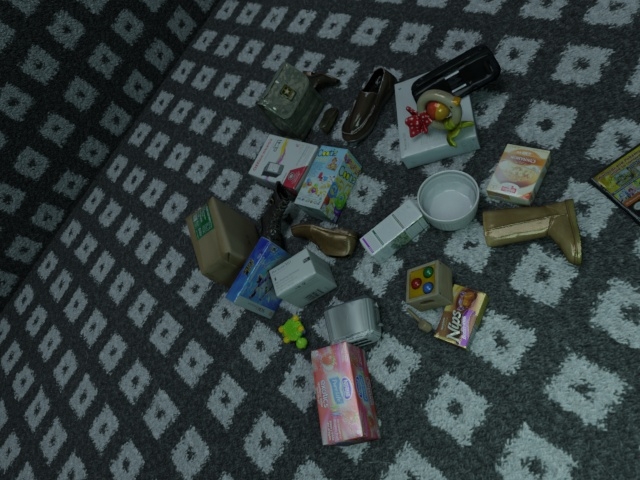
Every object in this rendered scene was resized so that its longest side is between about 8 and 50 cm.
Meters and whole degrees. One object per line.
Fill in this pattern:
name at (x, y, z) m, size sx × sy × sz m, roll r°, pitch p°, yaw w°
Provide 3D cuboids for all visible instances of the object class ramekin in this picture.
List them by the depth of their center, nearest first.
ramekin at (0.449, -0.132, 1.590) m, size 0.207 × 0.109 × 0.207 m, roll -10°, pitch 61°, yaw 18°

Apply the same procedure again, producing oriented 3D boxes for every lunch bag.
lunch bag at (-0.140, -0.634, 2.096) m, size 0.169 × 0.287 × 0.235 m, roll 23°, pitch 80°, yaw 37°

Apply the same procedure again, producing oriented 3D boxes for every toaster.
toaster at (0.107, 0.293, 1.597) m, size 0.227 × 0.129 × 0.146 m, roll -21°, pitch 60°, yaw 20°

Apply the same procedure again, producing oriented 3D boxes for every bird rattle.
bird rattle at (0.416, -0.451, 1.614) m, size 0.253 × 0.207 × 0.143 m, roll 33°, pitch 69°, yaw 28°

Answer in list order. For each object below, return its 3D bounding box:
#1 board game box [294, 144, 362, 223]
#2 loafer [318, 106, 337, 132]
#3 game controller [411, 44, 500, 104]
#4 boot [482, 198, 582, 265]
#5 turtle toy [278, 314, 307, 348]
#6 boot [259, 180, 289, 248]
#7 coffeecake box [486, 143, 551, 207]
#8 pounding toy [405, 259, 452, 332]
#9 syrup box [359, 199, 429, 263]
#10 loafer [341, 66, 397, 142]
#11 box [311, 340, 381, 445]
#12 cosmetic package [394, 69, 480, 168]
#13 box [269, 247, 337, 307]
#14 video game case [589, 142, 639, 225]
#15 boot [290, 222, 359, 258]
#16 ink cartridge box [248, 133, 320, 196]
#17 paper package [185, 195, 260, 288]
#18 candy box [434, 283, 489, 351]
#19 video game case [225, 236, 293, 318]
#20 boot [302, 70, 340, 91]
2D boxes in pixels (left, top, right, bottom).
board game box at (0.034, -0.231, 1.885) m, size 0.144 × 0.142 × 0.275 m, roll 18°, pitch 78°, yaw 36°
loafer at (0.038, -0.556, 2.101) m, size 0.056 × 0.050 × 0.148 m, roll 15°, pitch 60°, yaw 32°
game controller at (0.504, -0.605, 1.721) m, size 0.319 × 0.067 × 0.166 m, roll -26°, pitch 71°, yaw 19°
boot at (0.662, -0.011, 1.435) m, size 0.270 × 0.089 × 0.236 m, roll -10°, pitch 52°, yaw 28°
turtle toy at (-0.094, 0.352, 1.729) m, size 0.095 × 0.066 × 0.130 m, roll -39°, pitch 54°, yaw 10°
boot at (-0.185, -0.093, 1.917) m, size 0.229 × 0.091 × 0.263 m, roll -59°, pitch 40°, yaw 41°
coffeecake box at (0.668, -0.219, 1.537) m, size 0.142 × 0.068 × 0.185 m, roll 21°, pitch 80°, yaw 36°
pounding toy at (0.331, 0.190, 1.499) m, size 0.181 × 0.094 × 0.206 m, roll -25°, pitch 44°, yaw 42°
syrup box at (0.271, -0.030, 1.673) m, size 0.237 × 0.093 × 0.096 m, roll -39°, pitch 54°, yaw 10°
loafer at (0.190, -0.594, 1.972) m, size 0.134 × 0.130 × 0.366 m, roll 25°, pitch 82°, yaw 37°
box at (0.079, 0.503, 1.496) m, size 0.142 × 0.154 × 0.300 m, roll -22°, pitch 57°, yaw 21°
cosmetic package at (0.448, -0.493, 1.786) m, size 0.284 × 0.097 × 0.377 m, roll -12°, pitch 62°, yaw 24°
box at (-0.065, 0.147, 1.737) m, size 0.181 × 0.182 × 0.119 m, roll -32°, pitch 55°, yaw 15°
video game case at (1.000, -0.183, 1.338) m, size 0.275 × 0.035 × 0.248 m, roll -37°, pitch 54°, yaw 12°
boot at (0.000, 0.000, 1.825) m, size 0.305 × 0.112 × 0.115 m, roll 9°, pitch 83°, yaw 32°
ink cartridge box at (-0.143, -0.331, 2.051) m, size 0.306 × 0.131 × 0.226 m, roll 22°, pitch 81°, yaw 35°
paper package at (-0.377, 0.029, 1.906) m, size 0.168 × 0.309 × 0.325 m, roll -35°, pitch 53°, yaw 12°
candy box at (0.450, 0.245, 1.457) m, size 0.109 × 0.053 × 0.186 m, roll 18°, pitch 76°, yaw 37°
video game case at (-0.211, 0.153, 1.785) m, size 0.061 × 0.244 × 0.269 m, roll 26°, pitch 83°, yaw 36°
boot at (-0.006, -0.756, 2.223) m, size 0.219 × 0.082 × 0.106 m, roll 21°, pitch 101°, yaw 33°
